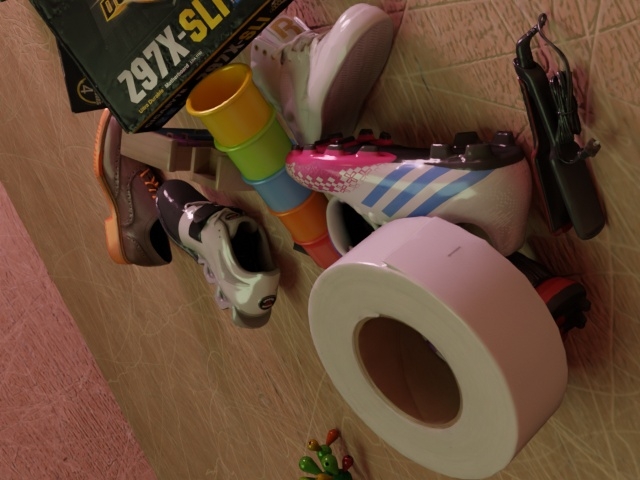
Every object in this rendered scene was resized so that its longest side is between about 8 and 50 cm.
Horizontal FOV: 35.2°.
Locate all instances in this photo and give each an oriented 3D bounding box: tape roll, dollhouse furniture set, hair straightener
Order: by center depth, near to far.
[{"bbox_3d":[0.242,-0.106,0.977,0.089,0.047,0.230,15,124,56],"label":"hair straightener"},{"bbox_3d":[0.122,0.117,1.101,0.286,0.100,0.286,31,141,30],"label":"tape roll"},{"bbox_3d":[-0.132,-0.249,1.450,0.286,0.198,0.303,21,110,46],"label":"dollhouse furniture set"}]

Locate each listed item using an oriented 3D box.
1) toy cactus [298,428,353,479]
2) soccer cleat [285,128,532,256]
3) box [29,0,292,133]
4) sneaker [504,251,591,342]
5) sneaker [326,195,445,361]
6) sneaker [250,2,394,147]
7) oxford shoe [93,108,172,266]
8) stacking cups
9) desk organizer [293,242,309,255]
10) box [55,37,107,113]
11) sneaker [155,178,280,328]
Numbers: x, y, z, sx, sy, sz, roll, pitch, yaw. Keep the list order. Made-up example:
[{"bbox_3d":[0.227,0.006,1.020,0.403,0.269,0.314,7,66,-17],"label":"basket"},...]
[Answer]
[{"bbox_3d":[0.042,0.450,1.866,0.180,0.112,0.219,32,144,14],"label":"toy cactus"},{"bbox_3d":[0.088,-0.048,1.151,0.331,0.116,0.143,7,111,43],"label":"soccer cleat"},{"bbox_3d":[-0.194,-0.330,1.267,0.322,0.079,0.257,-39,85,23],"label":"box"},{"bbox_3d":[0.218,0.117,1.175,0.135,0.097,0.276,44,148,31],"label":"sneaker"},{"bbox_3d":[0.095,0.059,1.255,0.282,0.102,0.161,53,-169,14],"label":"sneaker"},{"bbox_3d":[-0.016,-0.229,1.243,0.169,0.108,0.292,52,154,12],"label":"sneaker"},{"bbox_3d":[-0.362,-0.112,2.029,0.132,0.130,0.364,9,123,19],"label":"oxford shoe"},{"bbox_3d":[-0.052,-0.089,1.326,0.096,0.096,0.316,28,161,49],"label":"stacking cups"},{"bbox_3d":[0.000,0.000,1.509,0.130,0.050,0.047,-161,79,-75],"label":"desk organizer"},{"bbox_3d":[-0.387,-0.444,1.562,0.318,0.097,0.395,90,166,-48],"label":"box"},{"bbox_3d":[-0.166,-0.016,1.754,0.330,0.122,0.146,49,134,25],"label":"sneaker"}]
